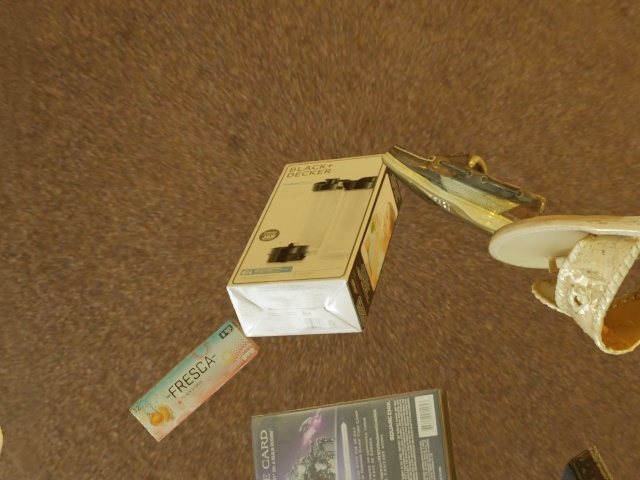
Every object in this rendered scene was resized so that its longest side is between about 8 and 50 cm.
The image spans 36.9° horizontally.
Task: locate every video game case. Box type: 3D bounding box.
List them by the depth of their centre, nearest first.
[{"bbox_3d":[0.036,0.292,1.145,0.274,0.026,0.196,-15,72,32],"label":"video game case"}]

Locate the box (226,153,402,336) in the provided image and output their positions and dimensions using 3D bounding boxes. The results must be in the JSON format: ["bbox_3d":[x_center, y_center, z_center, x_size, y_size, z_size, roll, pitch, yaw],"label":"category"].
[{"bbox_3d":[0.000,0.000,1.304,0.169,0.290,0.087,-4,125,21],"label":"box"}]

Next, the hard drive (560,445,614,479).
[{"bbox_3d":[0.351,0.415,1.242,0.054,0.172,0.255,-6,121,-5],"label":"hard drive"}]

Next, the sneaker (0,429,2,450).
[{"bbox_3d":[-0.461,0.329,1.051,0.108,0.169,0.292,25,111,12],"label":"sneaker"}]

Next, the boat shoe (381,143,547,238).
[{"bbox_3d":[0.111,-0.042,0.743,0.152,0.056,0.049,35,90,37],"label":"boat shoe"}]

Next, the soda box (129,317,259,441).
[{"bbox_3d":[-0.170,0.188,1.307,0.183,0.058,0.063,-41,90,-2],"label":"soda box"}]

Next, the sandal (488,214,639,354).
[{"bbox_3d":[0.180,0.027,0.563,0.088,0.240,0.079,16,74,-29],"label":"sandal"}]
